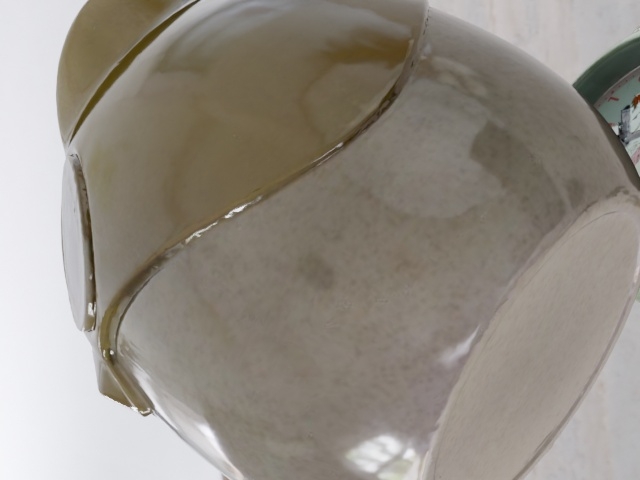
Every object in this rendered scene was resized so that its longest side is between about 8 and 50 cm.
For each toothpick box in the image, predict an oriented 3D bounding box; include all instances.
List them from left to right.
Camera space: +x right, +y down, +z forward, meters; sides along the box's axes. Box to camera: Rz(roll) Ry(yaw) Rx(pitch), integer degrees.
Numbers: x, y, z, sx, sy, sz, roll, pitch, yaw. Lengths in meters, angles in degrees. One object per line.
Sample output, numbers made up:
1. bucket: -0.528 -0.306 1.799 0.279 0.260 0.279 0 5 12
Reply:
1. toothpick box: 0.000 0.000 0.899 0.425 0.409 0.409 32 123 31

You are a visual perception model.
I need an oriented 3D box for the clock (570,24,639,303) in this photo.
1. clock: 0.319 -0.092 1.119 0.265 0.108 0.324 -57 19 6
